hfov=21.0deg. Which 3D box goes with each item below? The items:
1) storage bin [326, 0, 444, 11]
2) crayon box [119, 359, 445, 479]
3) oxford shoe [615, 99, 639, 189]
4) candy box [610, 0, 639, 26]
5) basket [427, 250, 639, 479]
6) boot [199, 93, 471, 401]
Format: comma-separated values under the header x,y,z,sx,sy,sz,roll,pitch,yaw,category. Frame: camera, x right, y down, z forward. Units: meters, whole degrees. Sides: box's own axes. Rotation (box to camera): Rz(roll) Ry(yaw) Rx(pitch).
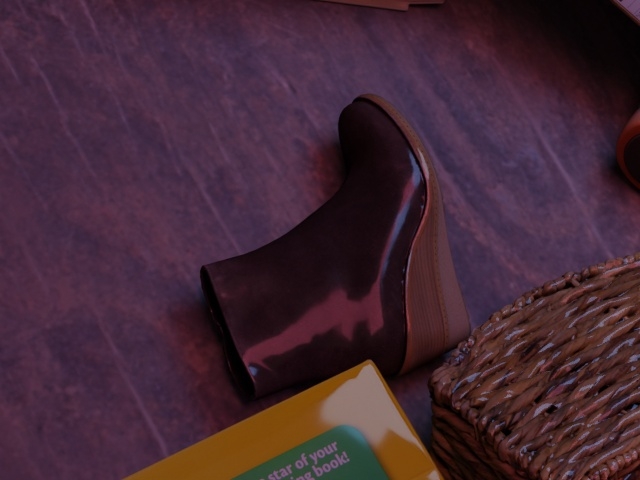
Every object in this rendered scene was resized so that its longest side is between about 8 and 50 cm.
x,y,z,sx,sy,sz,roll,pitch,yaw,category
0.001,-0.360,1.582,0.260,0.123,0.262,5,62,-13,storage bin
-0.044,0.301,1.238,0.363,0.106,0.313,-23,71,-26,crayon box
0.452,-0.047,1.552,0.364,0.130,0.133,32,53,1,oxford shoe
0.266,-0.292,1.559,0.316,0.087,0.183,38,26,-11,candy box
0.234,0.168,1.395,0.299,0.223,0.213,-25,40,-26,basket
0.000,0.000,1.413,0.207,0.090,0.248,-10,70,-23,boot
